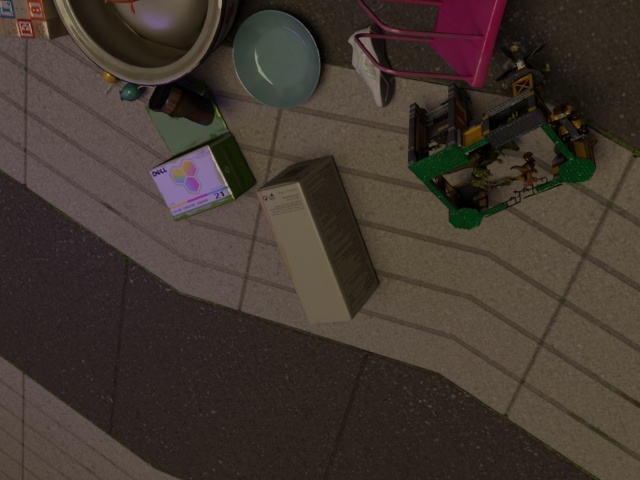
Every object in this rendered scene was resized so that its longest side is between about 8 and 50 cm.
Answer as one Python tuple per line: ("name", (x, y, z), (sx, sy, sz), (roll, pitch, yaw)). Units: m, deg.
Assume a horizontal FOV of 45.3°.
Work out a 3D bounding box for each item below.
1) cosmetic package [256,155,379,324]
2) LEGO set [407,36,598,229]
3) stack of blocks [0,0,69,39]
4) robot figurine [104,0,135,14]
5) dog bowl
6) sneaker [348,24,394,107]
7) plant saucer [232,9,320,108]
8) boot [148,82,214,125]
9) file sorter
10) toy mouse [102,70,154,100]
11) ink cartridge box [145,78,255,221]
("cosmetic package", (0.000, 0.000, 1.586), (0.113, 0.160, 0.309), (-9, 109, 32))
("LEGO set", (0.309, -0.188, 1.353), (0.255, 0.192, 0.331), (32, 135, -28))
("stack of blocks", (-0.647, -0.594, 1.652), (0.171, 0.087, 0.297), (11, 120, 23))
("robot figurine", (-0.350, -0.514, 1.335), (0.158, 0.128, 0.219), (5, 120, -6))
("dog bowl", (-0.327, -0.517, 1.491), (0.408, 0.150, 0.408), (12, 119, 22))
("sneaker", (0.096, -0.323, 1.438), (0.061, 0.053, 0.152), (-3, 108, 39))
("plant saucer", (-0.082, -0.359, 1.514), (0.195, 0.037, 0.195), (12, 120, 21))
("boot", (-0.292, -0.285, 1.602), (0.106, 0.219, 0.082), (25, 100, -25))
("file sorter", (0.175, -0.420, 1.207), (0.182, 0.202, 0.291), (1, 123, -16))
("toy mouse", (-0.423, -0.360, 1.677), (0.143, 0.031, 0.161), (34, 122, 23))
("ink cartridge box", (-0.287, -0.193, 1.671), (0.189, 0.097, 0.255), (-17, 107, 33))
